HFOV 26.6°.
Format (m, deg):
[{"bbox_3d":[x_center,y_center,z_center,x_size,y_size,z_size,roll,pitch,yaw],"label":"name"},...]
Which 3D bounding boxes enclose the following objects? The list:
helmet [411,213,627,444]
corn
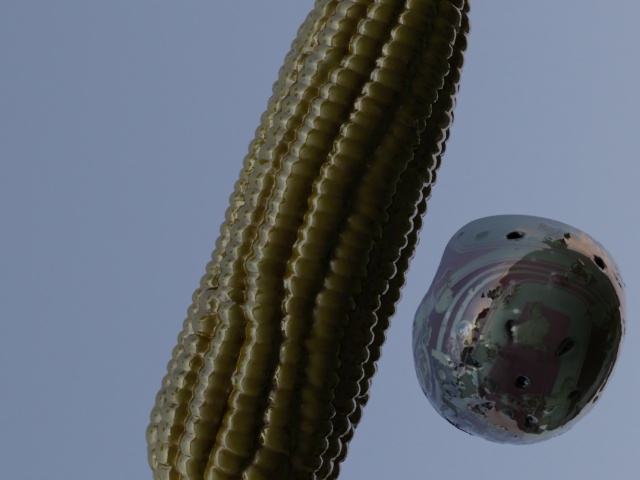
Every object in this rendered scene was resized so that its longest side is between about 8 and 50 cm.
[{"bbox_3d":[0.149,0.073,0.981,0.153,0.107,0.177,16,-82,-3],"label":"helmet"},{"bbox_3d":[0.000,0.000,0.521,0.080,0.080,0.231,23,-96,-34],"label":"corn"}]
